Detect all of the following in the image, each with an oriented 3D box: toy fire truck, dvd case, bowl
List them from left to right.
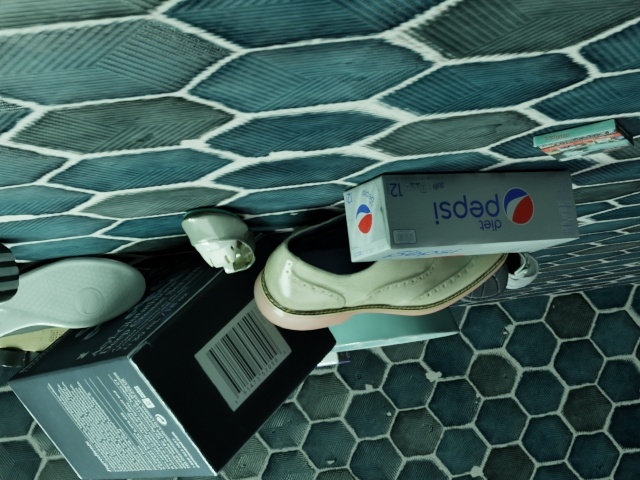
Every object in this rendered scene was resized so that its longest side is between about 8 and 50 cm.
[{"bbox_3d":[-0.525,0.173,1.956,0.217,0.158,0.246,9,-177,-32],"label":"toy fire truck"},{"bbox_3d":[0.103,0.120,2.053,0.311,0.163,0.311,-7,171,-1],"label":"bowl"},{"bbox_3d":[0.289,-0.107,1.165,0.087,0.013,0.119,-11,170,25],"label":"dvd case"}]

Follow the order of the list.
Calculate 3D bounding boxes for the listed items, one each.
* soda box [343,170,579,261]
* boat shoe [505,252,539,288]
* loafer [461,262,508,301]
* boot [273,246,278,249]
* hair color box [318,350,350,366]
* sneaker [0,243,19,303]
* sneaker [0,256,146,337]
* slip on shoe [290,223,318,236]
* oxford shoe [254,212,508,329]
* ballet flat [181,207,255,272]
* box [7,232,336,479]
[{"bbox_3d":[0.176,-0.030,1.321,0.286,0.091,0.098,-3,171,-29],"label":"soda box"},{"bbox_3d":[0.373,0.050,2.094,0.226,0.083,0.076,2,169,-45],"label":"boat shoe"},{"bbox_3d":[0.208,0.048,1.937,0.302,0.109,0.095,7,-177,-36],"label":"loafer"},{"bbox_3d":[0.026,0.024,1.663,0.305,0.112,0.115,-2,141,-10],"label":"boot"},{"bbox_3d":[-0.119,0.192,2.274,0.339,0.185,0.110,-10,172,17],"label":"hair color box"},{"bbox_3d":[-0.519,0.060,1.280,0.162,0.106,0.281,-11,173,41],"label":"sneaker"},{"bbox_3d":[-0.410,0.081,1.588,0.295,0.104,0.147,-13,-172,-10],"label":"sneaker"},{"bbox_3d":[0.000,0.000,1.554,0.135,0.051,0.041,3,-162,-47],"label":"slip on shoe"},{"bbox_3d":[0.109,0.019,1.474,0.397,0.140,0.146,-16,152,-25],"label":"oxford shoe"},{"bbox_3d":[-0.122,0.006,1.378,0.072,0.068,0.213,-9,172,8],"label":"ballet flat"},{"bbox_3d":[-0.228,0.184,1.609,0.395,0.212,0.293,-18,-159,49],"label":"box"}]
